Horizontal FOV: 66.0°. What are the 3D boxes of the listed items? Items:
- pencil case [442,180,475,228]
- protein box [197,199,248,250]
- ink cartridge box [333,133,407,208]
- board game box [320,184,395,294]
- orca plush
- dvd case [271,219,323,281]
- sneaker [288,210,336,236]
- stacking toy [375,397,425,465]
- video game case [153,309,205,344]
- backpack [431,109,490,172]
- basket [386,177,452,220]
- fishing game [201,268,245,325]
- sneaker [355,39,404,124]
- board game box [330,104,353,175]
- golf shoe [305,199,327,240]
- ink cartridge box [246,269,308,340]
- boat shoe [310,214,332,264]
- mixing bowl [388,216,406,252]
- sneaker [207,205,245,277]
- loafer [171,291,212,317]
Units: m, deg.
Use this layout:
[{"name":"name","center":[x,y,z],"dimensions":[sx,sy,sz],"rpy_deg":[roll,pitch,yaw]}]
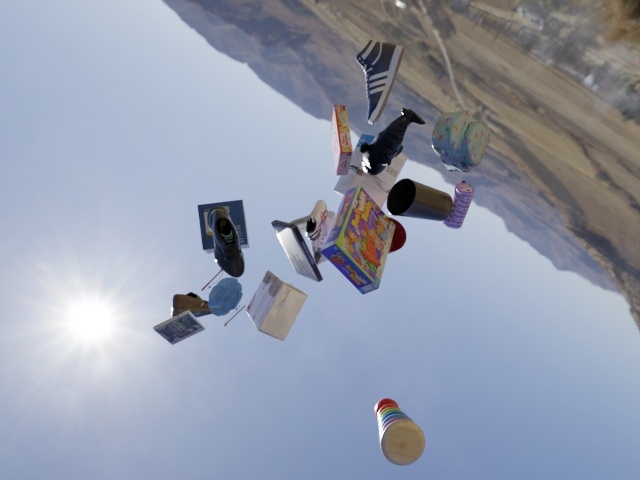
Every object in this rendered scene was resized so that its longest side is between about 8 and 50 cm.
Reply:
[{"name":"pencil case","center":[0.594,-0.149,2.119],"dimensions":[0.088,0.206,0.086],"rpy_deg":[3,-146,-8]},{"name":"protein box","center":[-0.426,-0.059,2.183],"dimensions":[0.199,0.201,0.136],"rpy_deg":[-8,173,-7]},{"name":"ink cartridge box","center":[0.235,-0.313,2.332],"dimensions":[0.223,0.307,0.129],"rpy_deg":[25,-176,-33]},{"name":"board game box","center":[0.147,-0.010,1.797],"dimensions":[0.233,0.078,0.347],"rpy_deg":[45,-139,-21]},{"name":"orca plush","center":[0.231,-0.287,1.593],"dimensions":[0.151,0.287,0.102],"rpy_deg":[13,-127,-38]},{"name":"dvd case","center":[-0.089,0.037,1.842],"dimensions":[0.179,0.029,0.239],"rpy_deg":[16,135,58]},{"name":"sneaker","center":[-0.033,-0.077,2.421],"dimensions":[0.094,0.258,0.091],"rpy_deg":[-78,-32,-48]},{"name":"stacking toy","center":[0.243,0.620,1.666],"dimensions":[0.141,0.141,0.330],"rpy_deg":[35,179,-4]},{"name":"video game case","center":[-0.642,0.401,2.251],"dimensions":[0.022,0.173,0.190],"rpy_deg":[62,175,35]},{"name":"backpack","center":[0.455,-0.329,1.610],"dimensions":[0.188,0.166,0.144],"rpy_deg":[36,165,-34]},{"name":"basket","center":[0.428,-0.161,2.079],"dimensions":[0.226,0.154,0.204],"rpy_deg":[10,165,-27]},{"name":"fishing game","center":[-0.426,0.245,2.191],"dimensions":[0.041,0.189,0.264],"rpy_deg":[21,148,39]},{"name":"sneaker","center":[0.181,-0.568,1.754],"dimensions":[0.153,0.282,0.099],"rpy_deg":[21,-166,4]},{"name":"board game box","center":[0.071,-0.344,1.696],"dimensions":[0.045,0.147,0.194],"rpy_deg":[-4,-114,-6]},{"name":"golf shoe","center":[-0.017,-0.096,2.106],"dimensions":[0.067,0.186,0.086],"rpy_deg":[7,161,18]},{"name":"ink cartridge box","center":[-0.152,0.213,1.657],"dimensions":[0.100,0.172,0.237],"rpy_deg":[29,178,-20]},{"name":"boat shoe","center":[0.000,0.000,2.277],"dimensions":[0.098,0.277,0.096],"rpy_deg":[20,-138,29]},{"name":"mixing bowl","center":[0.292,-0.007,2.242],"dimensions":[0.181,0.181,0.098],"rpy_deg":[40,154,14]},{"name":"sneaker","center":[-0.327,0.016,1.710],"dimensions":[0.106,0.101,0.267],"rpy_deg":[29,140,65]},{"name":"loafer","center":[-0.648,0.330,2.584],"dimensions":[0.366,0.133,0.130],"rpy_deg":[30,-133,-73]}]
